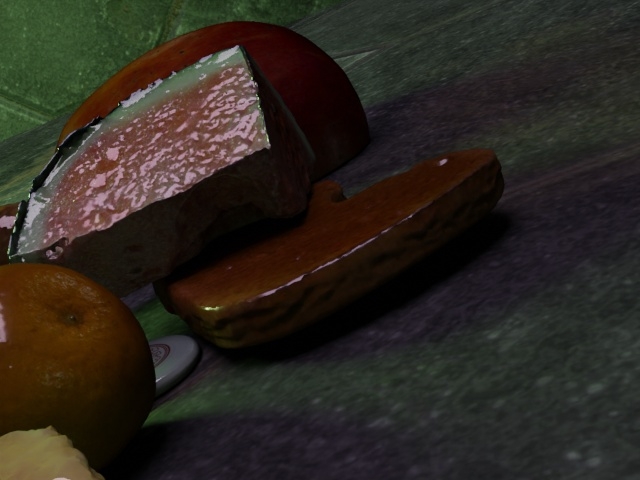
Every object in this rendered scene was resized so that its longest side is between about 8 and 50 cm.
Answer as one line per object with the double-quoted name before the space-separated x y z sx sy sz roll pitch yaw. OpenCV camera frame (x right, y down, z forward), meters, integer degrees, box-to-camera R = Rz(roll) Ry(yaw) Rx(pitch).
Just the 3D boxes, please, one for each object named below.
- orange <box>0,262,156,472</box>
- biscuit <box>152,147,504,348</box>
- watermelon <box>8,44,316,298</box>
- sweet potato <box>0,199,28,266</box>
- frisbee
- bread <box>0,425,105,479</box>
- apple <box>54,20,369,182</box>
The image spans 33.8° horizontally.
"orange" -0.188 0.091 0.696 0.134 0.155 0.154 -54 3 27
"biscuit" 0.001 0.002 0.868 0.262 0.052 0.277 -31 17 -19
"watermelon" -0.130 -0.049 0.898 0.318 0.148 0.226 -36 26 -28
"sweet potato" -0.384 0.048 1.100 0.337 0.131 0.131 -23 17 -1
"frisbee" -0.145 0.103 0.819 0.110 0.014 0.110 -21 17 7
"bread" -0.061 0.169 0.264 0.168 0.163 0.264 -32 20 -30
"apple" -0.139 -0.113 1.294 0.365 0.295 0.329 -26 -21 -11
